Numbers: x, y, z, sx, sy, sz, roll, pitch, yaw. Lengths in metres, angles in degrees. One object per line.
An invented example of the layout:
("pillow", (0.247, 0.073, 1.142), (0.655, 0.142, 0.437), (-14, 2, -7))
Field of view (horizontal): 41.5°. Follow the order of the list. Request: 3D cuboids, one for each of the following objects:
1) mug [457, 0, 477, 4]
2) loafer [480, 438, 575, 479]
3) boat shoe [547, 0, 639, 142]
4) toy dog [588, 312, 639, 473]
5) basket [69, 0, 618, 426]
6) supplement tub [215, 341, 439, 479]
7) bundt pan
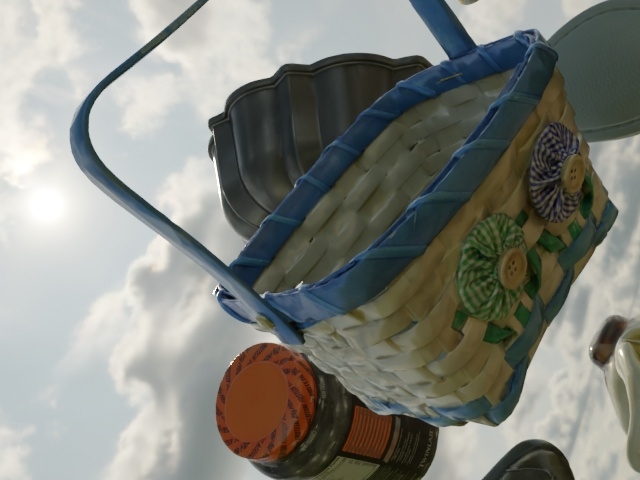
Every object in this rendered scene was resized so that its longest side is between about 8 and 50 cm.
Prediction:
("mug", (0.178, -0.344, 1.096), (0.064, 0.062, 0.078), (26, -56, -39))
("loafer", (0.157, 0.303, 0.808), (0.251, 0.094, 0.087), (-53, 13, -1))
("boat shoe", (0.283, -0.140, 0.618), (0.091, 0.302, 0.114), (0, -99, -37))
("toy dog", (0.471, 0.123, 1.001), (0.408, 0.284, 0.395), (104, 176, -60))
("basket", (0.032, -0.049, 0.510), (0.289, 0.201, 0.255), (43, -115, -15))
("supplement tub", (0.014, 0.271, 1.279), (0.338, 0.207, 0.207), (28, -102, -46))
("bundt pan", (0.041, -0.054, 0.904), (0.331, 0.330, 0.124), (47, -143, -61))
